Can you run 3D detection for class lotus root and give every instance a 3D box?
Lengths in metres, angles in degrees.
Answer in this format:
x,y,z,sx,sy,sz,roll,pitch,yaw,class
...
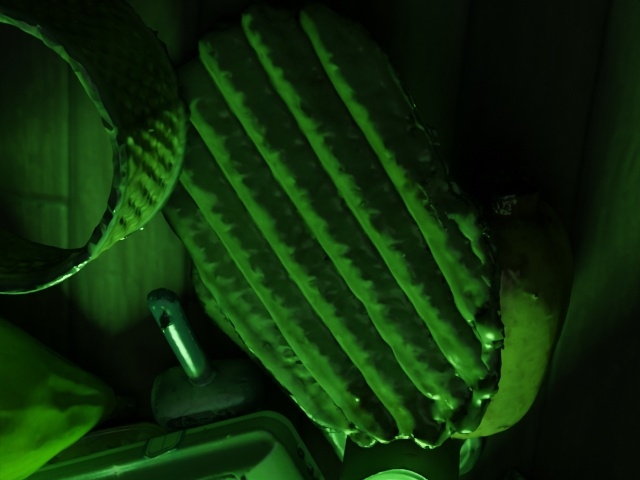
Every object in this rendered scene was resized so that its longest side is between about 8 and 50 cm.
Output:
x,y,z,sx,sy,sz,roll,pitch,yaw,class
0.158,0.060,1.584,0.146,0.160,0.284,4,120,-2,lotus root

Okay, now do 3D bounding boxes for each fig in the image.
x,y,z,sx,sy,sz,roll,pitch,yaw,class
-0.367,0.148,1.712,0.314,0.233,0.233,-29,123,-27,fig

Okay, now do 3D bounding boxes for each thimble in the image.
x,y,z,sx,sy,sz,roll,pitch,yaw,class
-0.266,-0.094,1.523,0.271,0.150,0.271,5,109,16,thimble

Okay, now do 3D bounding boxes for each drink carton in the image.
x,y,z,sx,sy,sz,roll,pitch,yaw,class
0.080,0.234,1.708,0.146,0.142,0.144,-31,113,21,drink carton

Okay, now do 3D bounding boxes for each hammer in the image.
x,y,z,sx,sy,sz,roll,pitch,yaw,class
-0.129,0.114,1.682,0.116,0.069,0.194,-8,136,14,hammer

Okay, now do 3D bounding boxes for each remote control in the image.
x,y,z,sx,sy,sz,roll,pitch,yaw,class
-0.157,0.263,1.734,0.335,0.065,0.128,-17,117,27,remote control

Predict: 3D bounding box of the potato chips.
x,y,z,sx,sy,sz,roll,pitch,yaw,class
0.000,0.000,1.550,0.358,0.070,0.429,-35,87,46,potato chips

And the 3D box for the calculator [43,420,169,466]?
x,y,z,sx,sy,sz,roll,pitch,yaw,class
-0.237,0.268,1.832,0.236,0.033,0.157,-18,116,14,calculator

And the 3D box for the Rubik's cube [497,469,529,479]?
x,y,z,sx,sy,sz,roll,pitch,yaw,class
0.201,0.400,1.753,0.207,0.205,0.205,38,118,-13,Rubik's cube
